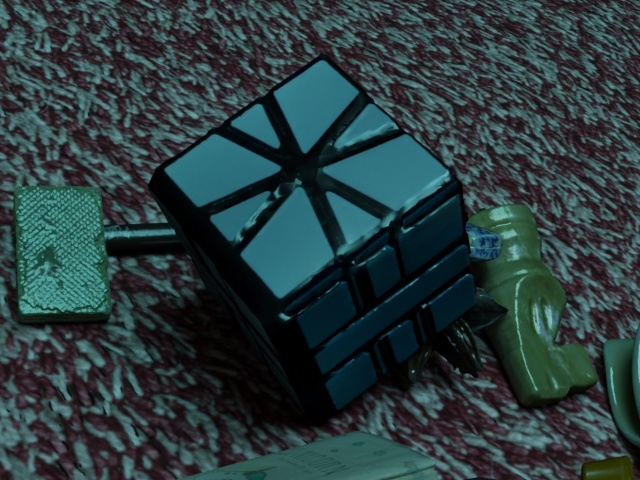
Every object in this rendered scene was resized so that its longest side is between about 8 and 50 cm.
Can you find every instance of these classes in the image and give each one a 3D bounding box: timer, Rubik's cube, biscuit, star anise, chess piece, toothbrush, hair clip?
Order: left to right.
[{"bbox_3d":[-0.340,0.015,1.453,0.121,0.040,0.199,0,58,-19],"label":"biscuit"},{"bbox_3d":[-0.213,-0.006,1.564,0.364,0.041,0.041,-3,43,-23],"label":"toothbrush"},{"bbox_3d":[0.000,0.000,1.376,0.288,0.283,0.293,-37,55,-13],"label":"Rubik's cube"},{"bbox_3d":[0.145,0.105,1.523,0.229,0.093,0.236,-1,36,-1],"label":"star anise"},{"bbox_3d":[0.288,0.098,1.589,0.137,0.137,0.301,-1,55,-22],"label":"chess piece"},{"bbox_3d":[0.297,0.325,1.329,0.152,0.132,0.132,-3,38,11],"label":"timer"},{"bbox_3d":[0.484,0.218,1.526,0.172,0.113,0.282,0,48,-21],"label":"hair clip"}]

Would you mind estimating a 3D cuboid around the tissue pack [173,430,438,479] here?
[{"bbox_3d":[-0.049,0.285,1.203,0.325,0.071,0.170,-9,5,-30],"label":"tissue pack"}]

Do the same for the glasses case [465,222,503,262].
[{"bbox_3d":[0.148,-0.007,1.611,0.087,0.065,0.248,-5,10,-44],"label":"glasses case"}]

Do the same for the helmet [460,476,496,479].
[{"bbox_3d":[0.163,0.359,1.178,0.253,0.154,0.198,4,66,-24],"label":"helmet"}]
